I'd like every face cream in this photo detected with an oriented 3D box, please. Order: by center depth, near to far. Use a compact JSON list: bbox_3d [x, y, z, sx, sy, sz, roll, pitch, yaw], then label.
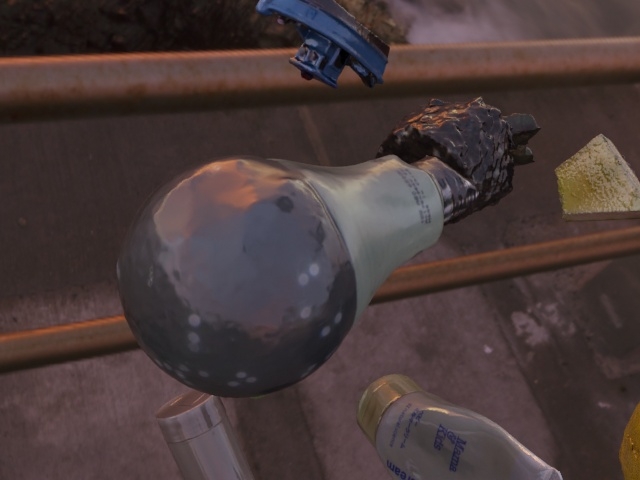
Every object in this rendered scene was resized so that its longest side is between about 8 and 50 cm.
[{"bbox_3d":[0.104,0.183,0.617,0.070,0.114,0.224,13,10,-23],"label":"face cream"}]

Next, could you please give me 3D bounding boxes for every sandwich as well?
[{"bbox_3d":[0.535,-0.085,1.479,0.058,0.162,0.193,18,40,-43],"label":"sandwich"}]

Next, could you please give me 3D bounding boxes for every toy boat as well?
[{"bbox_3d":[-0.001,-0.245,0.938,0.100,0.097,0.223,36,10,38],"label":"toy boat"}]

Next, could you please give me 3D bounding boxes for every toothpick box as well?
[{"bbox_3d":[-0.191,0.345,1.270,0.111,0.111,0.181,-27,101,-31],"label":"toothpick box"}]

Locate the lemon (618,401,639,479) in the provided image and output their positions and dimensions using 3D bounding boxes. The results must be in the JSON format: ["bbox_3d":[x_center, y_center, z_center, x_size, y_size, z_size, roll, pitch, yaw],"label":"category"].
[{"bbox_3d":[0.487,0.275,0.886,0.260,0.261,0.284,-5,28,-22],"label":"lemon"}]

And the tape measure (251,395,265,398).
[{"bbox_3d":[-0.139,0.217,1.455,0.106,0.200,0.175,-27,99,-2],"label":"tape measure"}]

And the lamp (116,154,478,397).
[{"bbox_3d":[0.003,0.009,0.590,0.313,0.182,0.182,-16,64,-14],"label":"lamp"}]

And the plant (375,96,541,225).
[{"bbox_3d":[0.264,-0.168,1.442,0.312,0.215,0.213,-35,118,-36],"label":"plant"}]
